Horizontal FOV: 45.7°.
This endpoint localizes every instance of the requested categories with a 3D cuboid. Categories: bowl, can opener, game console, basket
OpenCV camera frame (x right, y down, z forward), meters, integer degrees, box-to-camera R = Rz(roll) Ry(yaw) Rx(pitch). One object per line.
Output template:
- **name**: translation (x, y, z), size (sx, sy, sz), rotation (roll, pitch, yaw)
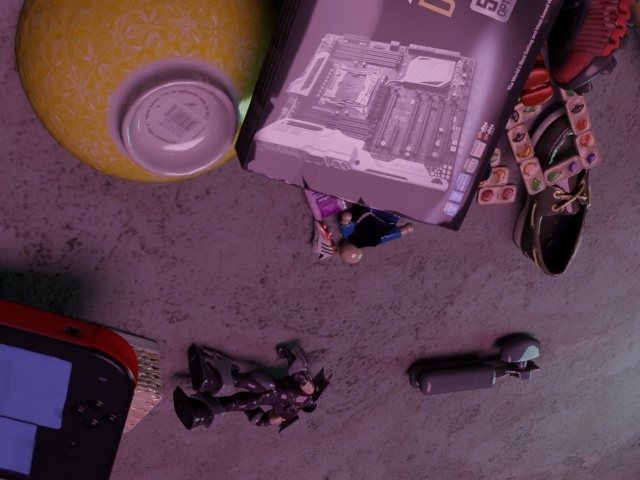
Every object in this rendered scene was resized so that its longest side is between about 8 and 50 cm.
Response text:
- **bowl**: translation (-0.161, -0.157, 0.796), size (0.289, 0.156, 0.290), rotation (-14, 137, -13)
- **can opener**: translation (0.311, 0.239, 1.502), size (0.283, 0.076, 0.095), rotation (-2, 100, -24)
- **game console**: translation (-0.446, 0.202, 0.986), size (0.386, 0.060, 0.342), rotation (17, 125, -9)
- **basket**: translation (-0.324, 0.202, 1.112), size (0.167, 0.103, 0.113), rotation (25, 119, -42)

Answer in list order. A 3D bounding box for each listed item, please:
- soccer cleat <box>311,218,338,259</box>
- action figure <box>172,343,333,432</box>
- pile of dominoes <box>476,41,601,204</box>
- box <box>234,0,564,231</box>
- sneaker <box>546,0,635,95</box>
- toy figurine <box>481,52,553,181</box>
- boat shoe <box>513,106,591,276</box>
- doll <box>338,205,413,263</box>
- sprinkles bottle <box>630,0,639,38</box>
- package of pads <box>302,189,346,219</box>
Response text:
- **soccer cleat**: translation (0.000, 0.000, 1.126), size (0.035, 0.029, 0.083), rotation (-29, 143, -3)
- **action figure**: translation (-0.101, 0.252, 1.283), size (0.285, 0.099, 0.185), rotation (13, 118, -40)
- **pile of dominoes**: translation (0.274, -0.160, 1.037), size (0.195, 0.040, 0.251), rotation (-28, 120, 3)
- **box**: translation (0.080, -0.184, 0.735), size (0.242, 0.076, 0.308), rotation (15, 110, -20)
- **sneaker**: translation (0.278, -0.299, 0.837), size (0.135, 0.276, 0.097), rotation (19, 167, -24)
- **toy figurine**: translation (0.145, -0.190, 0.906), size (0.212, 0.148, 0.210), rotation (12, 133, -17)
- **boat shoe**: translation (0.375, -0.069, 1.193), size (0.109, 0.091, 0.305), rotation (-16, 137, -11)
- **doll**: translation (0.088, -0.035, 1.120), size (0.129, 0.046, 0.189), rotation (14, 124, -34)
- **sprinkles bottle**: translation (0.486, -0.285, 1.009), size (0.121, 0.121, 0.355), rotation (-39, 136, 14)
- **package of pads**: translation (0.002, -0.069, 1.055), size (0.050, 0.032, 0.083), rotation (-23, 138, 0)
